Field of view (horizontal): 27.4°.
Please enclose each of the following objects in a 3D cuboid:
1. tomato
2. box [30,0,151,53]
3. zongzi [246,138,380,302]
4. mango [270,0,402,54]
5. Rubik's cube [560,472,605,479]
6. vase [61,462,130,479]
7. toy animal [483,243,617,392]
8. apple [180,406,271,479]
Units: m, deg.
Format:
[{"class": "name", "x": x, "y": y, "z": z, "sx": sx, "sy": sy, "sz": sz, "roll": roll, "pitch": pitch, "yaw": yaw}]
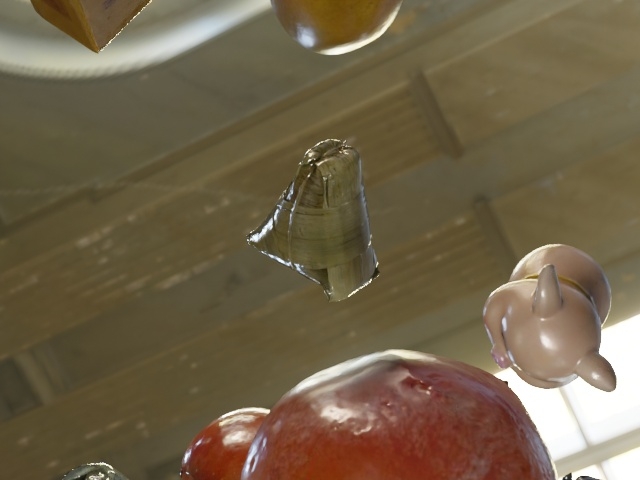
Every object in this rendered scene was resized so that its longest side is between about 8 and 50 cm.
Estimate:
[{"class": "tomato", "x": 0.051, "y": 0.164, "z": 0.857, "sx": 0.208, "sy": 0.208, "sz": 0.184, "roll": 38, "pitch": -122, "yaw": -63}, {"class": "box", "x": -0.182, "y": -0.444, "z": 1.499, "sx": 0.116, "sy": 0.415, "sz": 0.264, "roll": 34, "pitch": 163, "yaw": 20}, {"class": "zongzi", "x": -0.022, "y": -0.039, "z": 1.309, "sx": 0.176, "sy": 0.078, "sz": 0.160, "roll": 27, "pitch": 130, "yaw": 42}, {"class": "mango", "x": 0.010, "y": -0.237, "z": 1.073, "sx": 0.151, "sy": 0.120, "sz": 0.221, "roll": 50, "pitch": 156, "yaw": 36}, {"class": "Rubik's cube", "x": 0.358, "y": 0.464, "z": 1.422, "sx": 0.316, "sy": 0.319, "sz": 0.313, "roll": 93, "pitch": -166, "yaw": -69}, {"class": "vase", "x": -0.143, "y": 0.298, "z": 1.118, "sx": 0.248, "sy": 0.128, "sz": 0.128, "roll": 60, "pitch": -166, "yaw": -22}, {"class": "toy animal", "x": 0.290, "y": 0.094, "z": 1.637, "sx": 0.165, "sy": 0.149, "sz": 0.248, "roll": 46, "pitch": -159, "yaw": -6}, {"class": "apple", "x": -0.083, "y": 0.369, "z": 1.989, "sx": 0.251, "sy": 0.206, "sz": 0.272, "roll": 54, "pitch": 164, "yaw": -21}]
